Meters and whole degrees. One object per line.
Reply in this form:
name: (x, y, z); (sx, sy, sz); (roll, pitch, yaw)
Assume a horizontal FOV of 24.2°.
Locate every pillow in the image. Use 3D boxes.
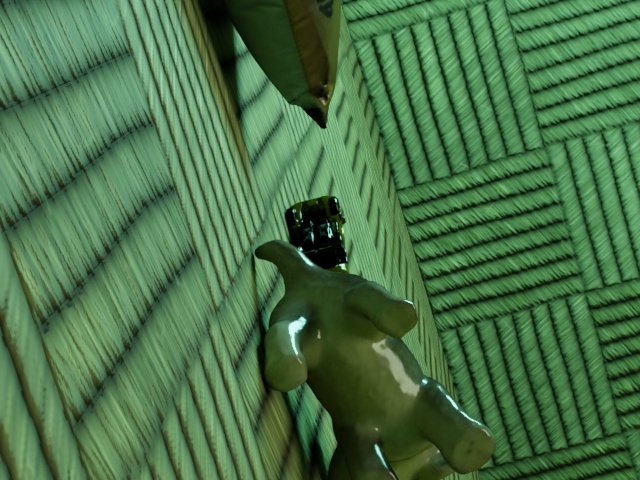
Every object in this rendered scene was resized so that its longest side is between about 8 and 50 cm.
pillow: (-0.057, -0.298, 1.260); (0.312, 0.119, 0.310); (-100, 175, -53)

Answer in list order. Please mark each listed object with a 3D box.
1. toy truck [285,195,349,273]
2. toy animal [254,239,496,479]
toy truck: (0.000, 0.000, 1.339); (0.083, 0.049, 0.054); (-98, 171, -46)
toy animal: (0.034, 0.117, 1.087); (0.233, 0.121, 0.169); (60, -4, -28)
